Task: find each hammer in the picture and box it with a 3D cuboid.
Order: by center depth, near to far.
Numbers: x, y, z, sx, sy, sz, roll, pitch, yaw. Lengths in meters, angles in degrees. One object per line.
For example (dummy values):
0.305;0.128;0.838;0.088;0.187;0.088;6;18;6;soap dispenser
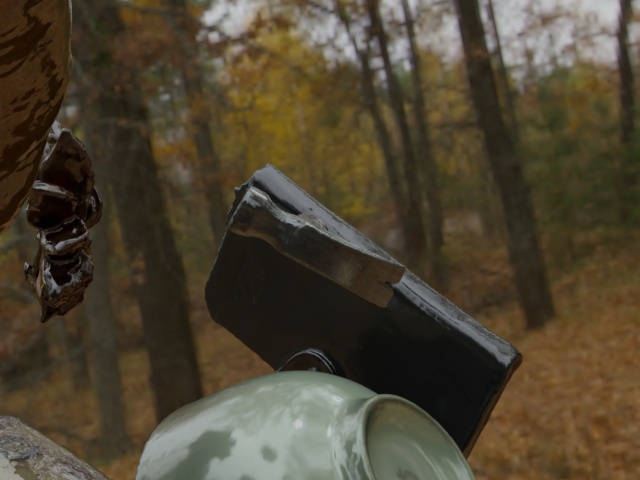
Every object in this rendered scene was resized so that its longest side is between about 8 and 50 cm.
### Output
0.000;0.000;0.891;0.103;0.029;0.246;29;3;-1;hammer

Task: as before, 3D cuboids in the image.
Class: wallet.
0.026;0.091;1.444;0.377;0.197;0.051;39;27;29;wallet

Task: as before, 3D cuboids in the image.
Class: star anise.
-0.229;-0.045;1.210;0.073;0.234;0.177;-6;6;-14;star anise

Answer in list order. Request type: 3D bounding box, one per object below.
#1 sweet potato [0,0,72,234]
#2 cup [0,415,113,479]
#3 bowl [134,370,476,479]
-0.188;-0.122;0.653;0.158;0.158;0.370;-10;-26;-26;sweet potato
-0.243;0.346;1.274;0.257;0.301;0.227;25;38;24;cup
0.026;0.254;1.228;0.185;0.354;0.354;-36;-14;27;bowl
